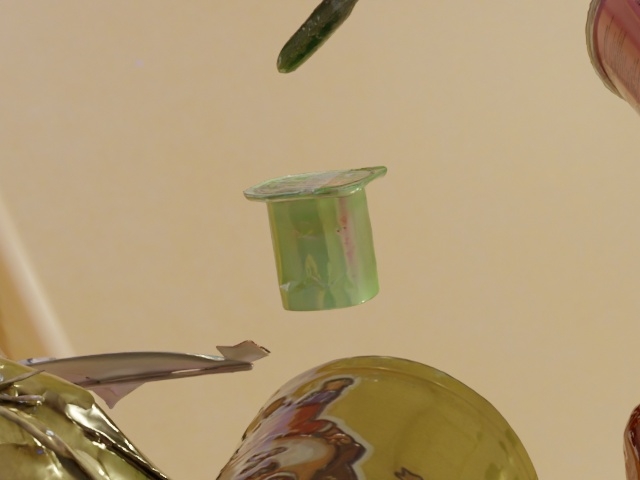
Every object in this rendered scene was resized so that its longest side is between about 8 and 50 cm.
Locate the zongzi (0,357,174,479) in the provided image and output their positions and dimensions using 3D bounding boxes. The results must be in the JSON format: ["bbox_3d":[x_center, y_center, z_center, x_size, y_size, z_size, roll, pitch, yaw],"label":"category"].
[{"bbox_3d":[-0.203,0.334,1.063,0.500,0.218,0.467,48,27,-30],"label":"zongzi"}]

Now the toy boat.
[{"bbox_3d":[-0.223,0.126,1.383,0.219,0.318,0.072,27,55,-57],"label":"toy boat"}]

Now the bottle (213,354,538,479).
[{"bbox_3d":[-0.009,0.191,0.660,0.172,0.171,0.351,67,22,-11],"label":"bottle"}]

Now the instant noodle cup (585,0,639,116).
[{"bbox_3d":[0.442,-0.205,1.696,0.231,0.242,0.243,-101,174,-58],"label":"instant noodle cup"}]

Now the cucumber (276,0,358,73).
[{"bbox_3d":[0.001,-0.239,1.687,0.155,0.037,0.037,-42,-110,37],"label":"cucumber"}]

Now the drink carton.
[{"bbox_3d":[0.000,0.000,1.694,0.146,0.144,0.142,-37,121,-66],"label":"drink carton"}]

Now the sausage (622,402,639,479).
[{"bbox_3d":[0.299,0.292,1.231,0.094,0.097,0.349,34,55,-83],"label":"sausage"}]
